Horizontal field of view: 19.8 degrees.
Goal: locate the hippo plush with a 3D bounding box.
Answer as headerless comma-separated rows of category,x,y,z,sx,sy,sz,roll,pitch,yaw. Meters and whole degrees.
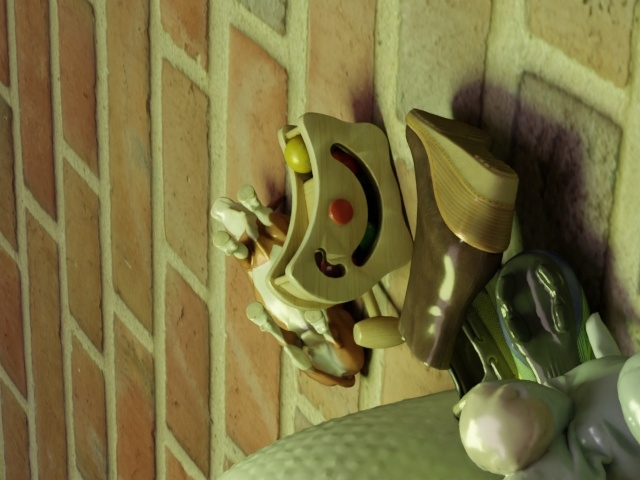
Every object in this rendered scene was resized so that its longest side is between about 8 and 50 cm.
hippo plush,0.290,0.168,1.491,0.236,0.294,0.234,-26,87,39

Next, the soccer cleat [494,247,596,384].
soccer cleat,0.233,0.148,1.717,0.121,0.093,0.289,2,-105,-69

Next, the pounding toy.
pounding toy,0.000,0.000,2.063,0.155,0.154,0.270,-22,80,65

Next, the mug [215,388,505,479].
mug,0.018,0.347,1.970,0.276,0.328,0.374,68,153,22

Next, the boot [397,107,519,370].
boot,0.108,-0.008,1.803,0.248,0.090,0.207,-122,49,-65

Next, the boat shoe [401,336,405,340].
boat shoe,0.127,0.095,1.968,0.043,0.049,0.137,39,160,-6

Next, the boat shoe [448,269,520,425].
boat shoe,0.174,0.159,1.832,0.103,0.092,0.285,127,128,-61

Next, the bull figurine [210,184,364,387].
bull figurine,-0.048,0.040,2.207,0.310,0.101,0.188,55,-172,26
